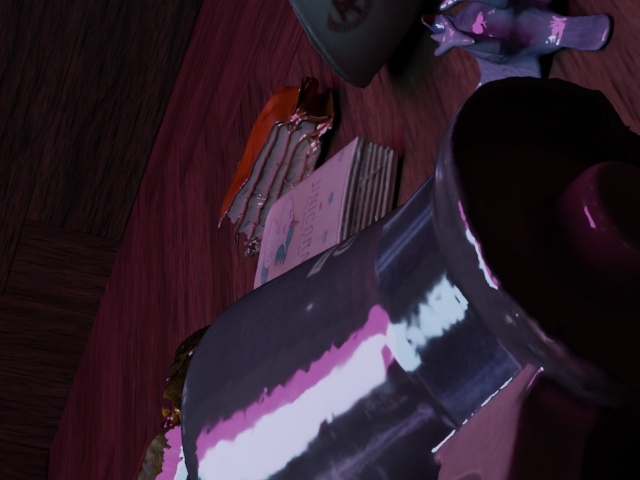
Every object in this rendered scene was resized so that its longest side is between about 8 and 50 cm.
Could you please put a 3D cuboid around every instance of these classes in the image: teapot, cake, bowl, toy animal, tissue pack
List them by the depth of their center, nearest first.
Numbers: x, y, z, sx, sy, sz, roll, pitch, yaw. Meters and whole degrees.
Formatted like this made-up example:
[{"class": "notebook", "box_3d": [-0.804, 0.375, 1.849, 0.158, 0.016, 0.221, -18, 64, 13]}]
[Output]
[{"class": "teapot", "box_3d": [0.086, 0.108, 0.882, 0.362, 0.305, 0.376, -52, 10, 41]}, {"class": "toy animal", "box_3d": [0.174, -0.196, 1.255, 0.255, 0.176, 0.239, 19, 100, 40]}, {"class": "bowl", "box_3d": [0.041, -0.358, 1.591, 0.157, 0.337, 0.337, -25, 37, 15]}, {"class": "tissue pack", "box_3d": [0.000, 0.000, 1.685, 0.325, 0.071, 0.170, 148, 135, -67]}, {"class": "cake", "box_3d": [-0.059, -0.106, 1.944, 0.135, 0.098, 0.287, -106, 38, -58]}]

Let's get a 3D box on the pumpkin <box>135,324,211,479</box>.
[{"class": "pumpkin", "box_3d": [-0.099, 0.250, 1.537, 0.320, 0.192, 0.321, 19, -90, -86]}]
